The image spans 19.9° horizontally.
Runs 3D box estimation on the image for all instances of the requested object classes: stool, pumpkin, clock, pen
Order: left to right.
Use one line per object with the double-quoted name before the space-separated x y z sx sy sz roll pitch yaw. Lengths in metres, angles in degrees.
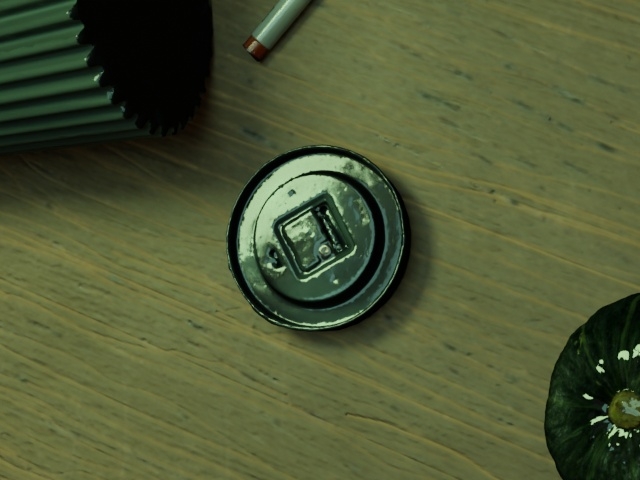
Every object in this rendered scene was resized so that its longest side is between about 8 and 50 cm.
"stool" -0.318 -0.222 1.804 0.330 0.297 0.297 -9 78 23
"clock" 0.000 0.000 1.776 0.184 0.040 0.184 -3 80 19
"pen" 0.006 -0.277 1.826 0.028 0.028 0.239 43 97 21
"pumpkin" 0.296 0.148 1.588 0.211 0.152 0.212 2 94 34
